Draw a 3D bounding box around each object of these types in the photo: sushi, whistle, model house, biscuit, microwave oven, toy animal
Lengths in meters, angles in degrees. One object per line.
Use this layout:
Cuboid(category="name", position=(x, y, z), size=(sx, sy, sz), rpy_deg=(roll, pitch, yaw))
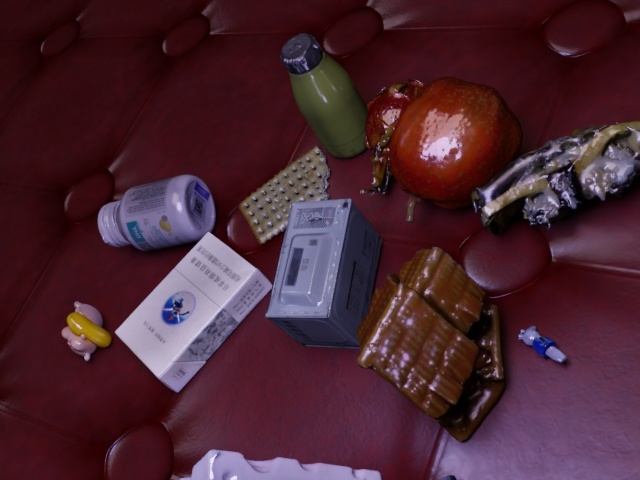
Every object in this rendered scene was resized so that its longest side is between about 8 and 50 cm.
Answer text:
Cuboid(category="sushi", position=(0.382, -0.091, 1.196), size=(0.291, 0.139, 0.131), rpy_deg=(-28, 69, 10))
Cuboid(category="whistle", position=(0.322, 0.150, 1.108), size=(0.033, 0.029, 0.083), rpy_deg=(-32, 39, -15))
Cuboid(category="model house", position=(0.157, 0.129, 1.086), size=(0.199, 0.229, 0.220), rpy_deg=(-51, 50, -3))
Cuboid(category="biscuit", position=(-0.060, -0.088, 1.493), size=(0.203, 0.016, 0.144), rpy_deg=(-35, 48, 4))
Cuboid(category="microwave oven", position=(0.006, 0.055, 1.262), size=(0.123, 0.162, 0.208), rpy_deg=(-2, 62, 28))
Cuboid(category="toy animal", position=(-0.468, 0.176, 1.490), size=(0.082, 0.091, 0.114), rpy_deg=(-46, 49, 12))

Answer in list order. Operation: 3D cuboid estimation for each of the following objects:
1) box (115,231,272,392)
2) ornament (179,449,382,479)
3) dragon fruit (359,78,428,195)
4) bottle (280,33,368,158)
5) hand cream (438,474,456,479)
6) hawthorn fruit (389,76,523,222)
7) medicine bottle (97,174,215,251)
Cuboid(category="box", position=(-0.231, 0.126, 1.402), size=(0.256, 0.069, 0.164), rpy_deg=(-48, 49, -10))
Cuboid(category="ornament", position=(-0.070, 0.423, 0.933), size=(0.239, 0.240, 0.239), rpy_deg=(-49, 36, 42))
Cuboid(category="dragon fruit", position=(0.133, -0.185, 1.388), size=(0.125, 0.125, 0.246), rpy_deg=(11, 71, 31))
Cuboid(category="bottle", position=(0.011, -0.266, 1.414), size=(0.112, 0.260, 0.112), rpy_deg=(-14, 53, 20))
Cuboid(category="hand cream", position=(0.215, 0.410, 0.978), size=(0.080, 0.050, 0.234), rpy_deg=(-32, 55, 0))
Cuboid(category="hawthorn fruit", position=(0.208, -0.141, 1.270), size=(0.205, 0.205, 0.253), rpy_deg=(28, 81, 39))
Cuboid(category="medicine bottle", position=(-0.332, -0.048, 1.535), size=(0.215, 0.135, 0.135), rpy_deg=(-11, 54, 22))
